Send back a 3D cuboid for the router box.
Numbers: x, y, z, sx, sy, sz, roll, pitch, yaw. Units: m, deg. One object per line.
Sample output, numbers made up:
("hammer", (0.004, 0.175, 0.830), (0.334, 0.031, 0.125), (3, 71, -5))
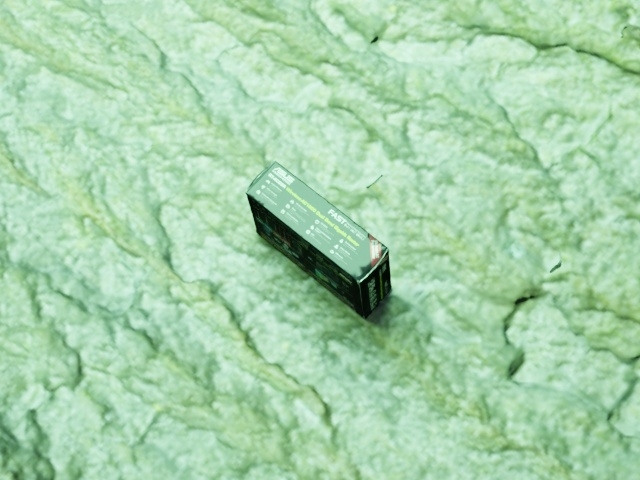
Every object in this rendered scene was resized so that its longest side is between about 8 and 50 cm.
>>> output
("router box", (0.000, 0.000, 1.396), (0.122, 0.092, 0.038), (39, 76, 15))
